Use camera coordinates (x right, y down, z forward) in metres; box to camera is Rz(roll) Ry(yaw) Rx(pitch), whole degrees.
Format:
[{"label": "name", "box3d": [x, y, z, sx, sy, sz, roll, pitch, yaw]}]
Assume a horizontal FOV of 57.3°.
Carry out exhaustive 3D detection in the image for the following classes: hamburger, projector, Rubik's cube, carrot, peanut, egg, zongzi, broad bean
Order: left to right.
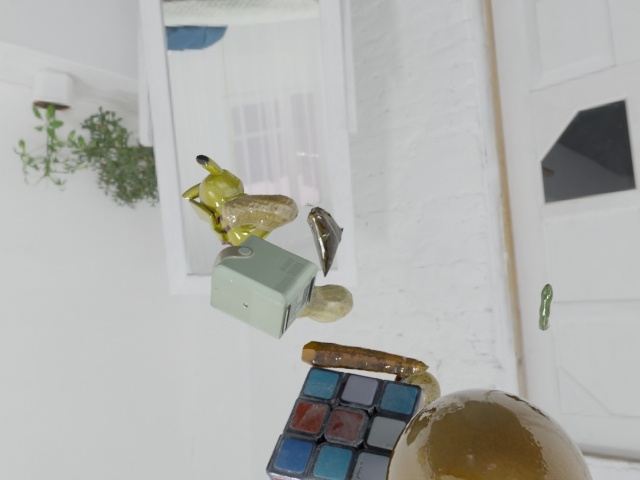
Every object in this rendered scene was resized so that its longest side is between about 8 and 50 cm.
[{"label": "projector", "box3d": [-0.150, 0.106, 1.455, 0.242, 0.164, 0.177, 22, -142, 16]}, {"label": "peanut", "box3d": [-0.172, -0.081, 1.693, 0.225, 0.108, 0.095, 0, -172, -20]}, {"label": "peanut", "box3d": [-0.020, 0.188, 1.738, 0.256, 0.124, 0.123, 3, 170, -29]}, {"label": "zongzi", "box3d": [0.000, 0.000, 1.881, 0.084, 0.184, 0.187, 2, 155, 29]}, {"label": "Rubik's cube", "box3d": [0.098, 0.613, 1.653, 0.363, 0.359, 0.362, 5, 135, 24]}, {"label": "carrot", "box3d": [0.107, 0.295, 1.433, 0.314, 0.066, 0.066, 5, 174, 16]}, {"label": "hamburger", "box3d": [0.327, 0.514, 1.976, 0.175, 0.175, 0.137, -1, 169, -16]}, {"label": "egg", "box3d": [0.231, 0.352, 0.814, 0.282, 0.283, 0.351, -4, 172, 10]}, {"label": "broad bean", "box3d": [0.754, 0.237, 1.966, 0.039, 0.069, 0.227, 16, 141, 29]}]

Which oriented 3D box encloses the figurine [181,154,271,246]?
[{"label": "figurine", "box3d": [-0.307, -0.108, 1.913, 0.169, 0.327, 0.218, -29, 175, -42]}]
